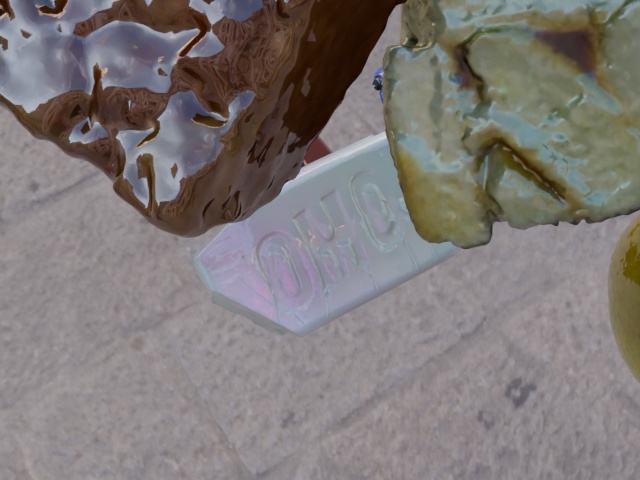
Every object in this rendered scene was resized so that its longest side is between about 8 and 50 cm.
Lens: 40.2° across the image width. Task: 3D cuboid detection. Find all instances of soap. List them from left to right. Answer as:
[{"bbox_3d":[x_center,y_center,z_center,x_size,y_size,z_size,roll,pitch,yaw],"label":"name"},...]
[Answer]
[{"bbox_3d":[0.000,0.000,1.240,0.347,0.115,0.208,-27,96,-12],"label":"soap"}]

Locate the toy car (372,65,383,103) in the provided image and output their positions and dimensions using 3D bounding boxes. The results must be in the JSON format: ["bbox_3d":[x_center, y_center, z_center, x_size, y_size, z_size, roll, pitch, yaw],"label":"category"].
[{"bbox_3d":[0.190,-0.316,2.011,0.103,0.063,0.216,0,66,-37],"label":"toy car"}]

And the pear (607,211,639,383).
[{"bbox_3d":[0.469,0.077,0.988,0.191,0.340,0.386,0,2,-27],"label":"pear"}]

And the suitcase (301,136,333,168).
[{"bbox_3d":[-0.071,-0.124,1.888,0.236,0.161,0.297,-8,37,-23],"label":"suitcase"}]

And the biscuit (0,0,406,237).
[{"bbox_3d":[-0.094,-0.242,0.608,0.342,0.166,0.395,37,101,19],"label":"biscuit"}]

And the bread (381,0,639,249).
[{"bbox_3d":[0.241,-0.175,0.752,0.395,0.264,0.239,-10,20,15],"label":"bread"}]
